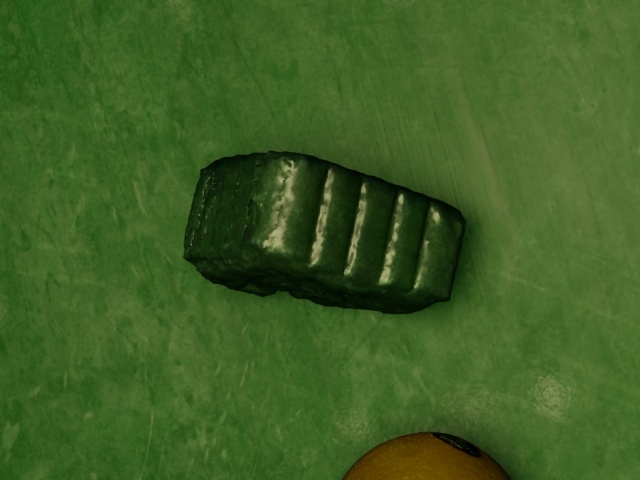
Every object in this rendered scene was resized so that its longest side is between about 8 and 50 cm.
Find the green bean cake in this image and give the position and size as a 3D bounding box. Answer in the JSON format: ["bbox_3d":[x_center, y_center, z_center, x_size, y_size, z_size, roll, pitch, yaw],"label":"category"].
[{"bbox_3d":[0.000,0.000,1.858,0.308,0.300,0.169,16,81,-24],"label":"green bean cake"}]

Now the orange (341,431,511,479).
[{"bbox_3d":[0.136,0.383,1.805,0.274,0.274,0.274,0,91,17],"label":"orange"}]
